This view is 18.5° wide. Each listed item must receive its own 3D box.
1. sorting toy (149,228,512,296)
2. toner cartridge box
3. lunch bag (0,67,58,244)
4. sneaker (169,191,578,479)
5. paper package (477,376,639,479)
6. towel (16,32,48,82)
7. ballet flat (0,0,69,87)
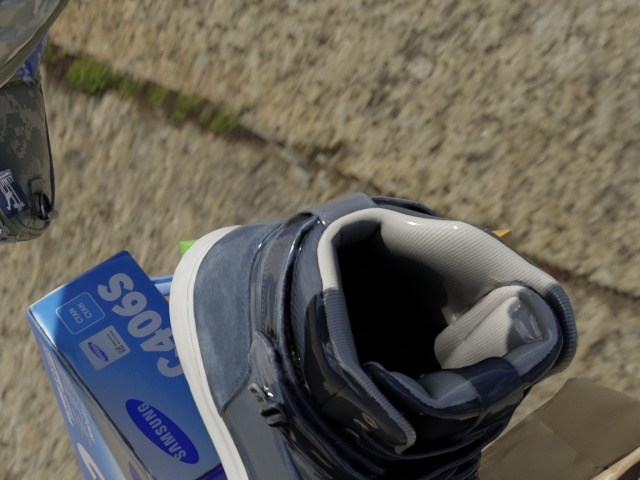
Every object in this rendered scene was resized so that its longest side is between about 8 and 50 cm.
[{"bbox_3d":[0.000,0.000,1.789,0.348,0.196,0.047,-7,98,11],"label":"sorting toy"},{"bbox_3d":[-0.086,0.175,1.254,0.075,0.348,0.165,-32,56,-17],"label":"toner cartridge box"},{"bbox_3d":[-0.420,-0.098,1.942,0.305,0.212,0.256,-14,94,22],"label":"lunch bag"},{"bbox_3d":[0.035,0.090,0.648,0.086,0.163,0.226,-27,93,-27],"label":"sneaker"},{"bbox_3d":[0.209,0.258,1.140,0.168,0.309,0.325,-37,93,-2],"label":"paper package"},{"bbox_3d":[-0.247,-0.295,1.309,0.243,0.040,0.336,48,32,-39],"label":"towel"},{"bbox_3d":[-0.072,-0.097,0.465,0.086,0.086,0.248,42,104,0],"label":"ballet flat"}]
